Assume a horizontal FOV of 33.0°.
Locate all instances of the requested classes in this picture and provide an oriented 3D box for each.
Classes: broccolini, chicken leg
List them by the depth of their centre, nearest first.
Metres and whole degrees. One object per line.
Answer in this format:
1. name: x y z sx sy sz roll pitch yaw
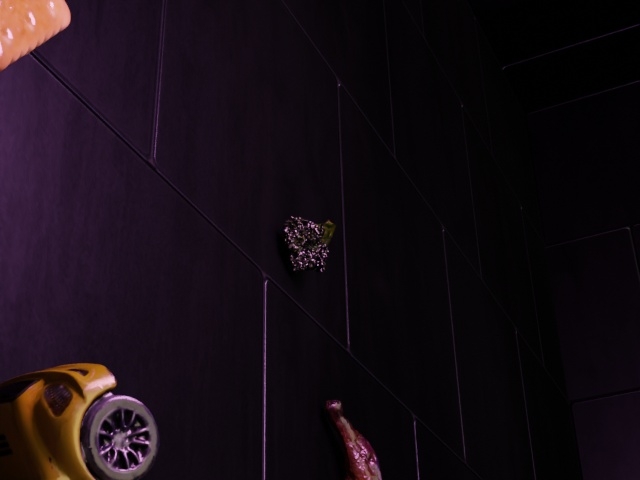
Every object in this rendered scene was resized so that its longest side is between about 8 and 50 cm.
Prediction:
1. chicken leg: 0.045 0.305 1.368 0.093 0.053 0.205 15 57 -50
2. broccolini: -0.013 -0.001 1.455 0.201 0.058 0.074 -47 135 -84

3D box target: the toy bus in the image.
1. toy bus: -0.175 0.252 0.690 0.151 0.145 0.331 -9 84 -45

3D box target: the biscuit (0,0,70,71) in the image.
1. biscuit: -0.299 -0.275 0.909 0.160 0.030 0.250 -63 134 -60
